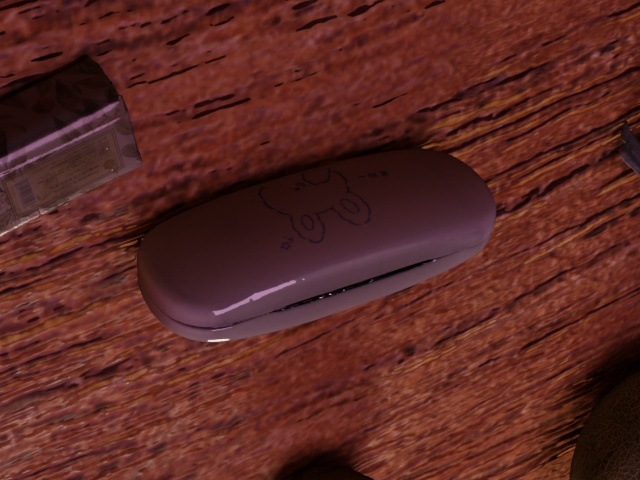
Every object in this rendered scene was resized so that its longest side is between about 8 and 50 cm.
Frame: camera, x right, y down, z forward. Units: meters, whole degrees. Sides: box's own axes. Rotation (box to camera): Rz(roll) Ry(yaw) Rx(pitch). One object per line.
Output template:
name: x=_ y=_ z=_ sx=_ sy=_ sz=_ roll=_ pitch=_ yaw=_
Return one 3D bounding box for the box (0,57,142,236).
box: x=-0.151 y=-0.050 z=0.985 sx=0.098 sy=0.045 sz=0.062 roll=-27 pitch=139 yaw=-15

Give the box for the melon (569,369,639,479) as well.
melon: x=0.278 y=0.172 z=1.448 sx=0.139 sy=0.139 sz=0.192 roll=6 pitch=127 yaw=-41

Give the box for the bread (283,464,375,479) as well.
bread: x=0.011 y=0.204 z=1.337 sx=0.082 sy=0.060 sz=0.113 roll=-32 pitch=142 yaw=-8

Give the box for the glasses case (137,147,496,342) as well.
glasses case: x=0.000 y=0.000 z=1.112 sx=0.233 sy=0.092 sz=0.059 roll=-17 pitch=138 yaw=-22

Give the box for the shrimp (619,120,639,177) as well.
shrimp: x=0.324 y=-0.033 z=1.284 sx=0.221 sy=0.166 sz=0.411 roll=-6 pitch=131 yaw=3
